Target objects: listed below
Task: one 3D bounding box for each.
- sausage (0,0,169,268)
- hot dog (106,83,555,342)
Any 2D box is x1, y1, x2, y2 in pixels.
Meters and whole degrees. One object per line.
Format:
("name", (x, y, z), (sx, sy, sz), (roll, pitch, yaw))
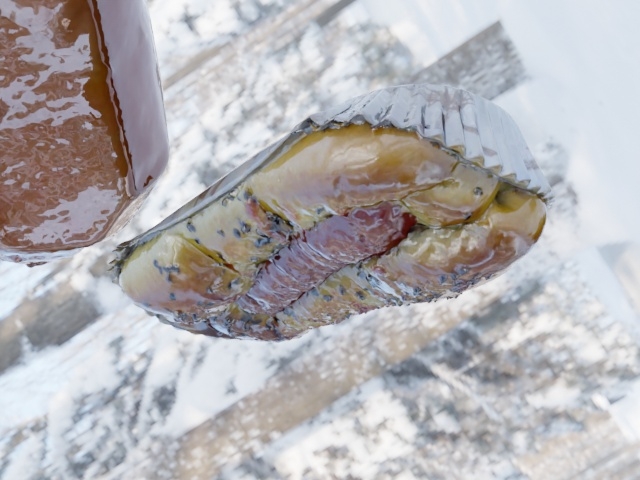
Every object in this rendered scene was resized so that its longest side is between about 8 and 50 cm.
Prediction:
("sausage", (-0.138, -0.096, 0.496), (0.258, 0.133, 0.133), (85, 165, -46))
("hot dog", (0.000, 0.000, 0.413), (0.108, 0.191, 0.059), (21, -120, -32))
